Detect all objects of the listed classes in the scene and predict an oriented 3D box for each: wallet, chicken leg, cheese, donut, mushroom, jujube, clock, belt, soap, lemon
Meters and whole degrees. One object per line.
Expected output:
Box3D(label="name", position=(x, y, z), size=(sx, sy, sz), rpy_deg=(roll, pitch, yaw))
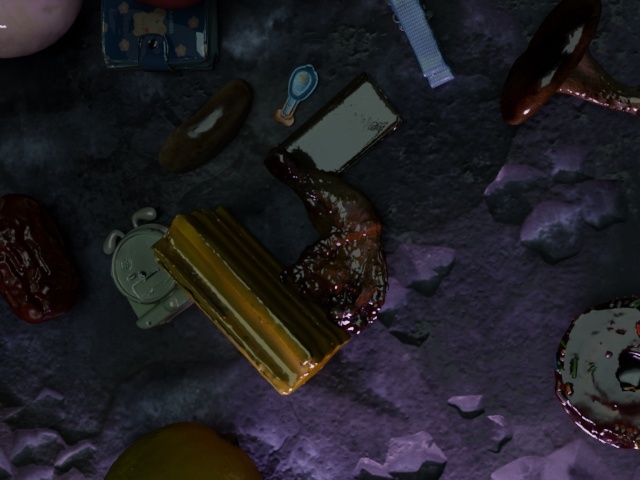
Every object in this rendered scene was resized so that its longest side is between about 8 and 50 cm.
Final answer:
Box3D(label="wallet", position=(0.031, -0.175, 1.506), size=(0.198, 0.031, 0.110), rpy_deg=(-39, 83, 13))
Box3D(label="wallet", position=(-0.275, -0.359, 1.563), size=(0.202, 0.059, 0.141), rpy_deg=(0, 94, 14))
Box3D(label="chicken leg", position=(0.012, -0.005, 1.472), size=(0.177, 0.083, 0.323), rpy_deg=(-8, 91, -14))
Box3D(label="cheese", position=(-0.041, -0.245, 1.529), size=(0.047, 0.017, 0.111), rpy_deg=(32, 99, 14))
Box3D(label="donut", position=(0.471, 0.196, 1.377), size=(0.235, 0.089, 0.235), rpy_deg=(1, 92, 15))
Box3D(label="mushroom", position=(0.404, -0.234, 1.375), size=(0.217, 0.148, 0.227), rpy_deg=(34, 105, -5))
Box3D(label="mushroom", position=(-0.566, -0.442, 1.515), size=(0.356, 0.315, 0.315), rpy_deg=(-41, 82, 4))
Box3D(label="jujube", position=(-0.517, 0.033, 1.595), size=(0.155, 0.155, 0.230), rpy_deg=(-26, 95, 13))
Box3D(label="clock", position=(-0.294, 0.045, 1.579), size=(0.151, 0.062, 0.191), rpy_deg=(-37, 82, 12))
Box3D(label="belt", position=(0.158, -0.333, 1.456), size=(0.065, 0.100, 0.179), rpy_deg=(-23, 101, 13))
Box3D(label="soap", position=(-0.111, 0.088, 1.464), size=(0.324, 0.204, 0.096), rpy_deg=(45, 105, 9))
Box3D(label="mushroom", position=(-0.193, -0.186, 1.535), size=(0.209, 0.094, 0.072), rpy_deg=(-41, 79, 8))
Box3D(label="lemon", position=(-0.228, 0.447, 1.467), size=(0.296, 0.297, 0.297), rpy_deg=(0, 92, 14))

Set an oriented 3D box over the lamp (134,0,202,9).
Box3D(label="lamp", position=(-0.247, -0.512, 1.414), size=(0.303, 0.257, 0.303), rpy_deg=(19, 130, 24))
